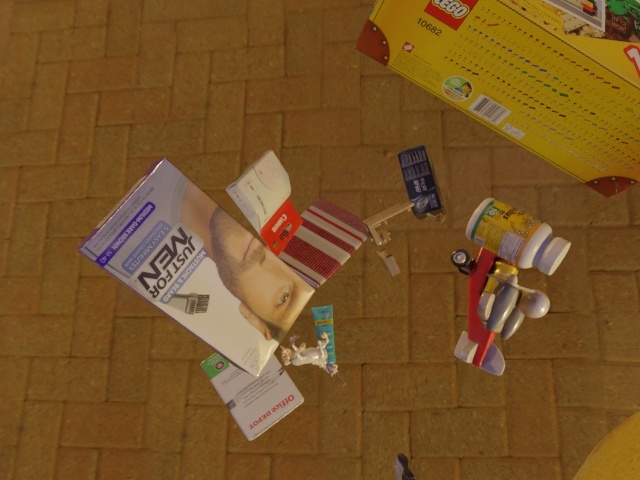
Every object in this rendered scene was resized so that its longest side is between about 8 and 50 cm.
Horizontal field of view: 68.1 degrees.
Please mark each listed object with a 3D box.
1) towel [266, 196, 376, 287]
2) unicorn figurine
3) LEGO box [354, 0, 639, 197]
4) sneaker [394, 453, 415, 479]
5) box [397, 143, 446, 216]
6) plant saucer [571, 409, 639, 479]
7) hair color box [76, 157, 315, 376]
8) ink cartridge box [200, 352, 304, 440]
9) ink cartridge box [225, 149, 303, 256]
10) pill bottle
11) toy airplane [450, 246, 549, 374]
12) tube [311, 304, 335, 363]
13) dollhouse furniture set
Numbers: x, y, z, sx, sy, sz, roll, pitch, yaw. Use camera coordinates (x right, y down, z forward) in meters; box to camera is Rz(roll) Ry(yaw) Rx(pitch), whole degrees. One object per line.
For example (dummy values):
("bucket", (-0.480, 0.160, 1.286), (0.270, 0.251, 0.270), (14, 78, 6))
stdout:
("towel", (0.000, 0.000, 1.568), (0.237, 0.037, 0.329), (30, 52, 22))
("unicorn figurine", (-0.014, 0.270, 1.113), (0.162, 0.060, 0.111), (6, 120, -2))
("LEGO box", (0.360, -0.361, 0.760), (0.501, 0.193, 0.372), (28, 63, -6))
("sneaker", (0.298, 0.839, 1.687), (0.054, 0.152, 0.061), (15, 111, -8))
("box", (0.280, -0.153, 1.298), (0.078, 0.147, 0.180), (-16, 84, 17))
("plant saucer", (0.208, 0.305, 0.302), (0.333, 0.081, 0.332), (-43, 104, -16))
("hair color box", (-0.192, 0.051, 0.781), (0.339, 0.110, 0.185), (44, 68, -24))
("ink cartridge box", (-0.219, 0.465, 1.537), (0.211, 0.121, 0.289), (-32, 73, -17))
("ink cartridge box", (-0.127, -0.102, 1.279), (0.066, 0.189, 0.232), (-23, 113, 38))
("pill bottle", (0.463, -0.007, 1.115), (0.208, 0.117, 0.117), (34, 85, 31))
("toy airplane", (0.543, 0.213, 1.431), (0.273, 0.386, 0.384), (-3, 118, 26))
("tube", (0.018, 0.345, 1.738), (0.080, 0.052, 0.206), (-5, 83, -17))
("dollhouse furniture set", (0.198, -0.009, 1.221), (0.123, 0.144, 0.151), (-27, 99, 1))
